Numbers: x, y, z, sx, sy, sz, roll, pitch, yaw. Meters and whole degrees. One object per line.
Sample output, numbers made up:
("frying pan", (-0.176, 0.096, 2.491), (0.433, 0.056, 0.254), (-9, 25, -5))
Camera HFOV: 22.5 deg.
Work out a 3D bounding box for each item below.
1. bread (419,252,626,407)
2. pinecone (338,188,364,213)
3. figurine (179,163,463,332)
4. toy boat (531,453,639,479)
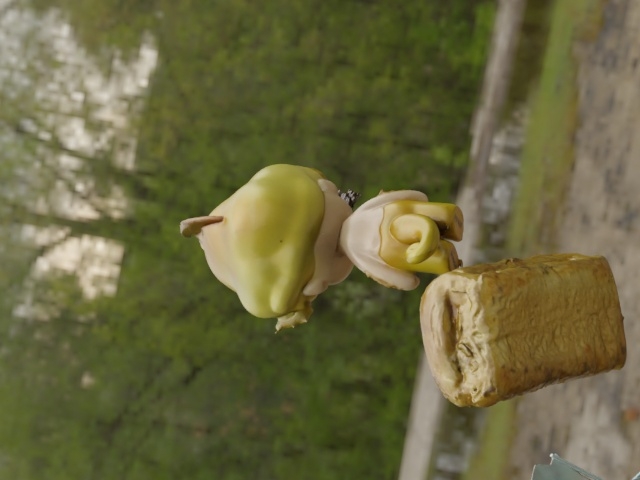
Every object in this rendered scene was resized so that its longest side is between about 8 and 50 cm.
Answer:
("bread", (0.166, 0.068, 1.295), (0.083, 0.211, 0.114), (-15, 83, 42))
("pinecone", (0.032, -0.012, 1.625), (0.077, 0.083, 0.077), (24, -90, -81))
("figurine", (0.000, 0.000, 1.382), (0.131, 0.246, 0.156), (45, -134, -57))
("toy boat", (0.199, 0.188, 0.999), (0.034, 0.149, 0.105), (169, 105, -68))
